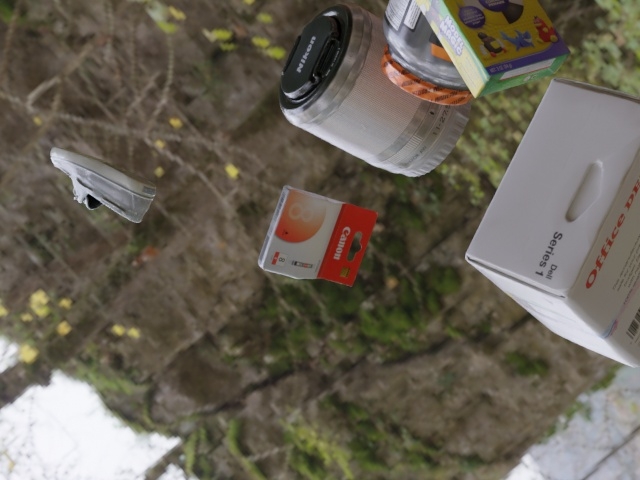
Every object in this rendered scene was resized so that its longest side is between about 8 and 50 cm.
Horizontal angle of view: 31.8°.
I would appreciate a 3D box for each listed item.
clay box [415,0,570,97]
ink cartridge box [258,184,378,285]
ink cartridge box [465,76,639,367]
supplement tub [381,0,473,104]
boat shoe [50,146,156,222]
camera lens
[{"bbox_3d":[0.196,-0.291,1.385,0.222,0.128,0.053,62,153,17],"label":"clay box"},{"bbox_3d":[0.000,0.000,1.901,0.179,0.145,0.045,16,-168,-17],"label":"ink cartridge box"},{"bbox_3d":[0.280,-0.010,1.128,0.117,0.201,0.278,23,174,34],"label":"ink cartridge box"},{"bbox_3d":[0.208,-0.365,1.604,0.194,0.316,0.193,14,-145,-10],"label":"supplement tub"},{"bbox_3d":[-0.363,-0.089,1.810,0.228,0.081,0.079,24,-176,33],"label":"boat shoe"},{"bbox_3d":[0.085,-0.249,1.872,0.274,0.219,0.219,25,-160,-28],"label":"camera lens"}]
